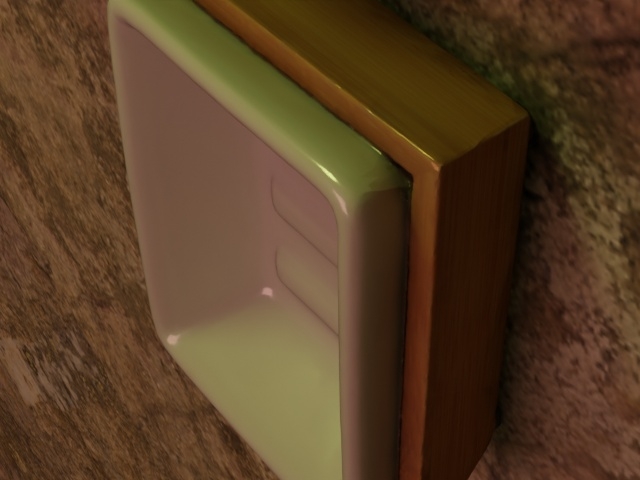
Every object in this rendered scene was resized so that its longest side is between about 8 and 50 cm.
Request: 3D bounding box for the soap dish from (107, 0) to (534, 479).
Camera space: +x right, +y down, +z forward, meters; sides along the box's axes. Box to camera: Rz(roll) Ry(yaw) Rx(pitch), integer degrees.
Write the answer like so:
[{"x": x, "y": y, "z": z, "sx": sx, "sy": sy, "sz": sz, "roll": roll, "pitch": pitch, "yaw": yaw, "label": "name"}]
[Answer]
[{"x": 0.000, "y": 0.000, "z": 0.718, "sx": 0.229, "sy": 0.118, "sz": 0.290, "roll": 42, "pitch": 148, "yaw": 35, "label": "soap dish"}]
